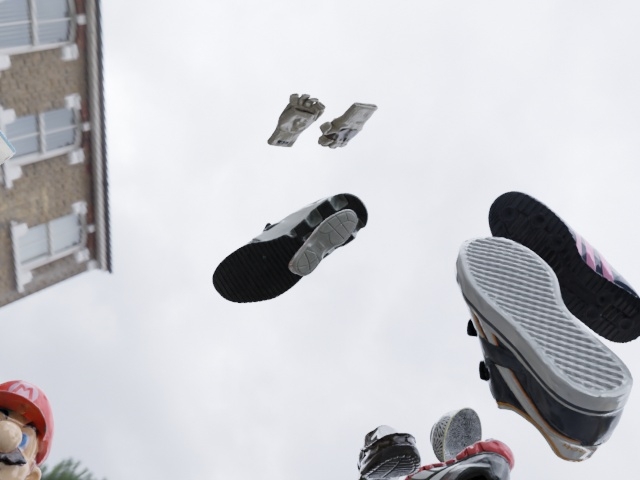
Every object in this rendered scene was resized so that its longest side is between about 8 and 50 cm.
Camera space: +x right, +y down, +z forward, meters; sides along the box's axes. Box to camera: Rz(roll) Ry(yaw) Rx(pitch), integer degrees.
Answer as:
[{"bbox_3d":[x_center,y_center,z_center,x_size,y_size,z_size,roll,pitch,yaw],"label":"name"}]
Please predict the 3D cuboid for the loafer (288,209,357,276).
[{"bbox_3d":[0.000,0.000,1.037,0.045,0.125,0.039,51,-18,-20],"label":"loafer"}]

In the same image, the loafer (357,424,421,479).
[{"bbox_3d":[0.088,0.307,1.045,0.220,0.080,0.078,109,-21,-62],"label":"loafer"}]

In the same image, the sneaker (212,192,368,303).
[{"bbox_3d":[-0.060,0.013,1.418,0.122,0.331,0.146,61,0,-11],"label":"sneaker"}]

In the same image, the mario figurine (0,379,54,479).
[{"bbox_3d":[-0.393,0.280,0.779,0.170,0.320,0.198,-7,-52,20],"label":"mario figurine"}]

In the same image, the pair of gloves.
[{"bbox_3d":[0.003,-0.297,1.792,0.204,0.240,0.042,130,-46,-58],"label":"pair of gloves"}]

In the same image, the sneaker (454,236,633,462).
[{"bbox_3d":[0.241,0.120,0.858,0.321,0.126,0.127,-108,-162,-56],"label":"sneaker"}]

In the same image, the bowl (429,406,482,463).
[{"bbox_3d":[0.331,0.500,1.816,0.080,0.170,0.170,4,-68,46],"label":"bowl"}]

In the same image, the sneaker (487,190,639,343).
[{"bbox_3d":[0.385,0.033,1.154,0.319,0.131,0.112,44,-72,-8],"label":"sneaker"}]

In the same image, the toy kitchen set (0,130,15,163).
[{"bbox_3d":[-0.464,-0.137,0.900,0.207,0.166,0.122,-22,-67,25],"label":"toy kitchen set"}]

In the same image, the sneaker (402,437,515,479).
[{"bbox_3d":[0.247,0.486,1.375,0.276,0.135,0.097,-32,-79,20],"label":"sneaker"}]
